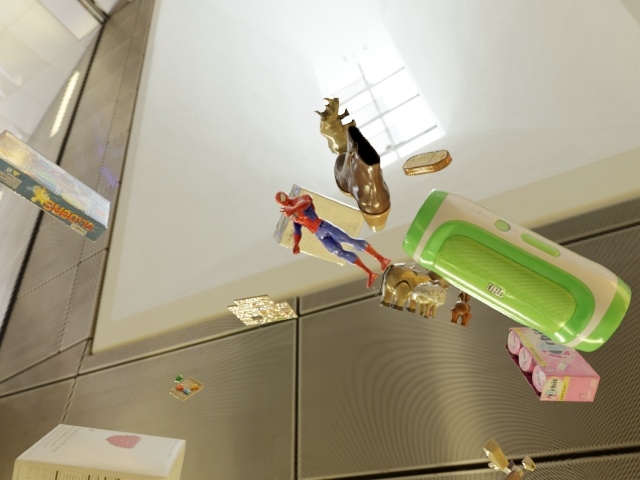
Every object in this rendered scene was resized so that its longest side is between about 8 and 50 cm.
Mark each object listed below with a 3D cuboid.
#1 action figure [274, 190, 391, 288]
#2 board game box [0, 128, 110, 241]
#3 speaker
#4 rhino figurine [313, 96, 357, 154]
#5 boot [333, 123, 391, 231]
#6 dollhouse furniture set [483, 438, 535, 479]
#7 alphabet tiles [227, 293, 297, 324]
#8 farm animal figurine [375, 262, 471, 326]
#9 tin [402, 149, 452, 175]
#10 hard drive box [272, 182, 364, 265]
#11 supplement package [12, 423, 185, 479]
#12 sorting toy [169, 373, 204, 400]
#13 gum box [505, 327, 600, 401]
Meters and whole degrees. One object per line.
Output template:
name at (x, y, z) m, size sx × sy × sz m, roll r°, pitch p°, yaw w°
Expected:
action figure at (0.000, 0.000, 0.923) m, size 0.139 × 0.280 × 0.091 m, roll -43°, pitch 170°, yaw -52°
board game box at (-0.449, -0.091, 0.743) m, size 0.035 × 0.201 × 0.136 m, roll -46°, pitch -148°, yaw 3°
speaker at (0.276, 0.038, 0.664) m, size 0.296 × 0.131 × 0.131 m, roll 30°, pitch -103°, yaw 16°
rhino figurine at (0.049, -0.337, 1.324) m, size 0.106 × 0.243 × 0.073 m, roll -33°, pitch -120°, yaw 4°
boot at (0.081, -0.161, 0.931) m, size 0.090 × 0.207 × 0.249 m, roll -20°, pitch -129°, yaw -4°
dollhouse furniture set at (0.406, 0.480, 1.013) m, size 0.091 × 0.114 × 0.081 m, roll -34°, pitch -173°, yaw -16°
alphabet tiles at (-0.203, 0.243, 1.561) m, size 0.198 × 0.237 × 0.009 m, roll -10°, pitch -120°, yaw 8°
farm animal figurine at (0.305, 0.142, 1.398) m, size 0.330 × 0.326 × 0.173 m, roll 8°, pitch -97°, yaw 48°
tin at (0.381, -0.280, 1.618) m, size 0.189 × 0.040 × 0.106 m, roll -3°, pitch -137°, yaw 45°
hard drive box at (-0.001, -0.045, 1.361) m, size 0.181 × 0.232 × 0.089 m, roll -67°, pitch -156°, yaw 7°
supplement package at (-0.461, 0.524, 0.949) m, size 0.292 × 0.177 × 0.176 m, roll 9°, pitch -91°, yaw -5°
sorting toy at (-0.328, 0.346, 1.067) m, size 0.083 × 0.012 × 0.062 m, roll 15°, pitch -153°, yaw 33°
gum box at (0.486, 0.256, 0.959) m, size 0.107 × 0.062 × 0.188 m, roll 1°, pitch -159°, yaw -1°
